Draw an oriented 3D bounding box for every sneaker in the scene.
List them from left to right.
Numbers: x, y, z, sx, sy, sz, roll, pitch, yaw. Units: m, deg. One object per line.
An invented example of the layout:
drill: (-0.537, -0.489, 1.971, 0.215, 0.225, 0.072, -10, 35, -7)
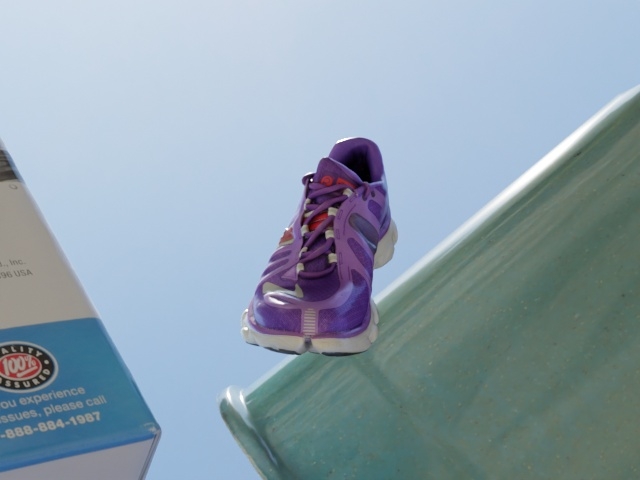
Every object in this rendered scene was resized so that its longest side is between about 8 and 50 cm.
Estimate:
sneaker: (0.000, 0.000, 0.808, 0.068, 0.071, 0.170, 4, -150, 7)

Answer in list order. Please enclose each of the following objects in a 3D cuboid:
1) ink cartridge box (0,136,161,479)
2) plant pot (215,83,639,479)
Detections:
ink cartridge box: (-0.248, 0.035, 0.766, 0.223, 0.129, 0.307, -9, -131, -32)
plant pot: (0.170, 0.101, 1.008, 0.334, 0.341, 0.341, -46, -131, 1)
